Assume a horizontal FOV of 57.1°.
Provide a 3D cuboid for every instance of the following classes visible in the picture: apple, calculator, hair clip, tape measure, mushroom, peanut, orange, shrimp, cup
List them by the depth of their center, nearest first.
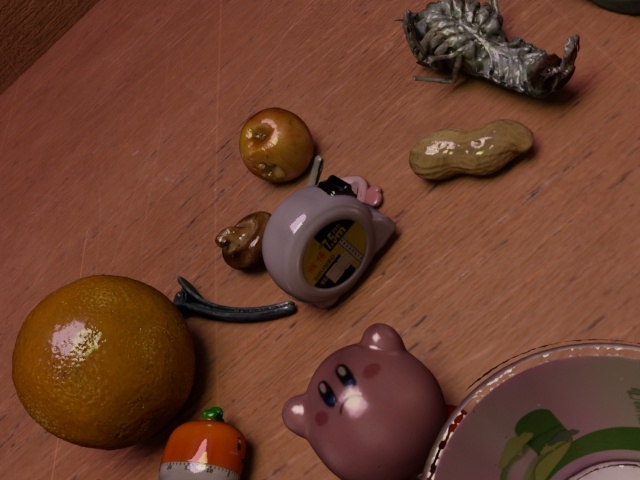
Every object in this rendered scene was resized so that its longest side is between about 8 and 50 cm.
[{"bbox_3d":[0.242,0.243,0.463,0.253,0.274,0.253,-19,52,25],"label":"cup"},{"bbox_3d":[0.000,-0.004,0.883,0.196,0.178,0.105,-48,43,-3],"label":"tape measure"},{"bbox_3d":[0.225,-0.137,0.890,0.187,0.082,0.082,-4,57,33],"label":"peanut"},{"bbox_3d":[-0.334,0.190,0.930,0.274,0.274,0.274,-19,50,24],"label":"orange"},{"bbox_3d":[0.245,-0.334,0.972,0.221,0.166,0.410,-43,56,0],"label":"shrimp"},{"bbox_3d":[0.031,-0.066,1.016,0.166,0.024,0.103,-11,53,31],"label":"calculator"},{"bbox_3d":[-0.159,0.117,1.018,0.275,0.048,0.083,5,61,33],"label":"hair clip"},{"bbox_3d":[-0.124,0.002,1.040,0.109,0.085,0.126,-32,21,-28],"label":"mushroom"},{"bbox_3d":[-0.087,-0.183,1.113,0.146,0.146,0.146,-19,50,24],"label":"apple"}]

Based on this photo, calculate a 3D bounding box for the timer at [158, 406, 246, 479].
[{"bbox_3d":[-0.164,0.301,0.845,0.136,0.099,0.136,-14,44,14],"label":"timer"}]

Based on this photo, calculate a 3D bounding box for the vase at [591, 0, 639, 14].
[{"bbox_3d":[0.519,-0.518,0.849,0.291,0.245,0.245,-41,44,-2],"label":"vase"}]

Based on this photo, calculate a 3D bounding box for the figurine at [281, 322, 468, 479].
[{"bbox_3d":[0.062,0.202,0.696,0.173,0.173,0.173,-19,50,24],"label":"figurine"}]
